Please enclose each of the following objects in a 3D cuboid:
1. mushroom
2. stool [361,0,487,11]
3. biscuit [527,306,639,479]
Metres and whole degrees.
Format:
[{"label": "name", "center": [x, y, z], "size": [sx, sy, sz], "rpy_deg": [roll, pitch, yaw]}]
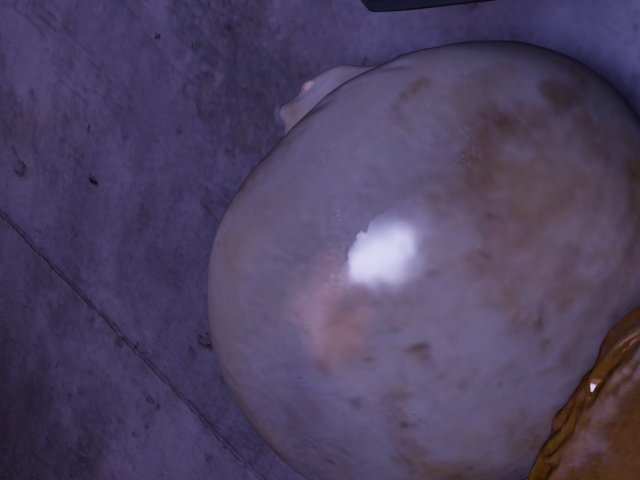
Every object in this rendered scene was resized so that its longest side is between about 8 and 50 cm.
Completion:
[{"label": "mushroom", "center": [0.063, 0.009, 0.698], "size": [0.290, 0.297, 0.297], "rpy_deg": [-130, 35, -54]}, {"label": "stool", "center": [0.079, -0.237, 0.577], "size": [0.232, 0.141, 0.232], "rpy_deg": [18, 127, 26]}, {"label": "biscuit", "center": [0.239, 0.154, 0.619], "size": [0.277, 0.052, 0.262], "rpy_deg": [16, 126, -17]}]
